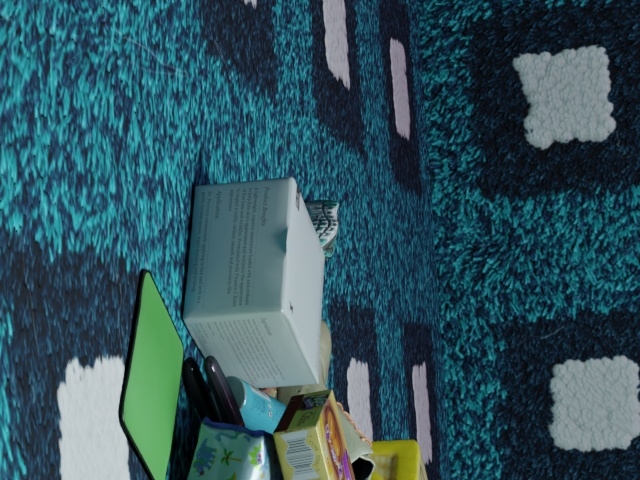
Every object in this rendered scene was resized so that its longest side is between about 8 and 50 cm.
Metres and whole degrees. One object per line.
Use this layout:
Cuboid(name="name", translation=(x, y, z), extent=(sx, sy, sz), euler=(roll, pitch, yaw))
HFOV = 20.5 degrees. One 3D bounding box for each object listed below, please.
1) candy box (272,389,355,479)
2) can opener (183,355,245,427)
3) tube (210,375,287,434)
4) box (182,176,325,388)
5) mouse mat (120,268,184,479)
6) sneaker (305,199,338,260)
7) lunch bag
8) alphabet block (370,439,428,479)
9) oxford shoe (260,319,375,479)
Cuboid(name="candy box", translation=(0.003, 0.264, 1.863), extent=(0.109, 0.053, 0.186), euler=(-58, 134, -72))
Cuboid(name="can opener", translation=(-0.106, 0.204, 1.933), extent=(0.073, 0.059, 0.186), euler=(-72, 155, -61))
Cuboid(name="tube", translation=(-0.049, 0.212, 2.054), extent=(0.207, 0.052, 0.080), euler=(33, 27, -49))
Cuboid(name="box", translation=(-0.072, 0.051, 2.015), extent=(0.182, 0.119, 0.181), euler=(68, 21, -55))
Cuboid(name="mouse mat", translation=(-0.168, 0.143, 1.788), extent=(0.152, 0.007, 0.189), euler=(72, 19, -49))
Cuboid(name="sneaker", translation=(0.000, 0.000, 2.538), extent=(0.166, 0.065, 0.076), euler=(-64, 151, -66))
Cuboid(name="lunch bag", translation=(-0.083, 0.267, 1.870), extent=(0.151, 0.096, 0.128), euler=(39, 65, -61))
Cuboid(name="alphabet block", translation=(0.048, 0.395, 2.294), extent=(0.193, 0.192, 0.197), euler=(-84, 166, -48))
Cuboid(name="oxford shoe", translation=(0.001, 0.258, 2.214), extent=(0.140, 0.147, 0.397), euler=(71, 18, -51))
